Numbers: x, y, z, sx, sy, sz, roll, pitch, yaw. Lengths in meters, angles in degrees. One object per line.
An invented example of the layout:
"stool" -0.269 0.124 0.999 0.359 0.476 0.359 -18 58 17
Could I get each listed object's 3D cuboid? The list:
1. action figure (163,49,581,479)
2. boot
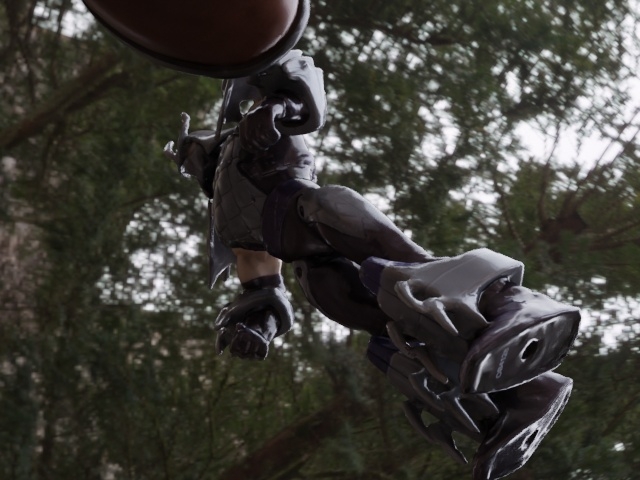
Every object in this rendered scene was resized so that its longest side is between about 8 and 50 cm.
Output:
"action figure" 0.000 0.000 0.481 0.285 0.099 0.185 35 -41 37
"boot" -0.125 -0.202 0.352 0.096 0.280 0.264 -37 -107 1
